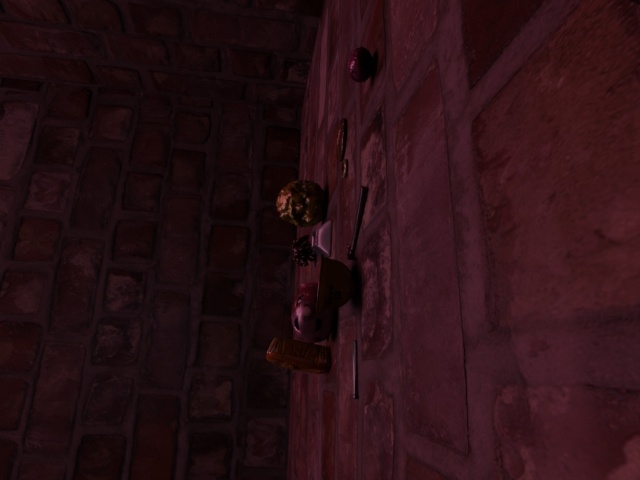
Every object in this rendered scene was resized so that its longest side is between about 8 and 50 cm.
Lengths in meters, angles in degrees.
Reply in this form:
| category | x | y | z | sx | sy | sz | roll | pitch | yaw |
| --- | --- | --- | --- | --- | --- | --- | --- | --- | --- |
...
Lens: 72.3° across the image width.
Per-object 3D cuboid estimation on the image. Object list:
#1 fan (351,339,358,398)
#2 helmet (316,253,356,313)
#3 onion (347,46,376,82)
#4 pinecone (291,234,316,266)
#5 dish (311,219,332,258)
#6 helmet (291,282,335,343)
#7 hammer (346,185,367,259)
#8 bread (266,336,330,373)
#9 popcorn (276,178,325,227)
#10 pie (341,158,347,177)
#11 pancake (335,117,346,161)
| category | x | y | z | sx | sy | sz | roll | pitch | yaw |
| --- | --- | --- | --- | --- | --- | --- | --- | --- | --- |
| fan | 0.114 | 0.428 | 1.459 | 0.038 | 0.016 | 0.193 | 113 | 160 | -60 |
| helmet | 0.056 | 0.158 | 1.547 | 0.257 | 0.140 | 0.205 | -95 | 9 | -76 |
| onion | 0.144 | -0.601 | 1.497 | 0.104 | 0.115 | 0.115 | 14 | 104 | 36 |
| pinecone | -0.101 | 0.063 | 2.654 | 0.179 | 0.150 | 0.195 | 113 | 159 | -65 |
| dish | 0.000 | 0.000 | 2.237 | 0.243 | 0.080 | 0.181 | 142 | 131 | -78 |
| helmet | -0.041 | 0.323 | 1.885 | 0.154 | 0.198 | 0.253 | -40 | -54 | -67 |
| hammer | 0.129 | -0.060 | 1.555 | 0.125 | 0.027 | 0.297 | -98 | 15 | -57 |
| bread | -0.099 | 0.521 | 1.986 | 0.152 | 0.288 | 0.119 | 107 | 174 | -55 |
| popcorn | -0.109 | -0.202 | 2.405 | 0.247 | 0.282 | 0.282 | -61 | -25 | -85 |
| pie | 0.102 | -0.308 | 1.877 | 0.085 | 0.017 | 0.085 | -177 | 90 | -82 |
| pancake | 0.094 | -0.458 | 2.000 | 0.199 | 0.021 | 0.199 | -176 | 90 | -83 |
